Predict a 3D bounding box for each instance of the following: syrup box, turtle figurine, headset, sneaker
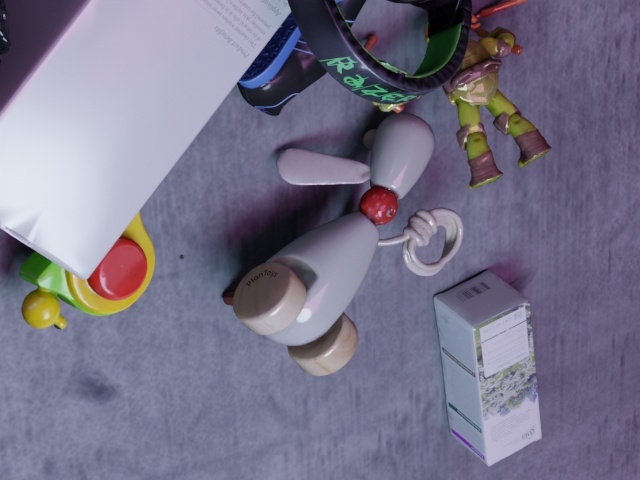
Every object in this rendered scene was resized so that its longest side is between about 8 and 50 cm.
[{"bbox_3d":[0.222,0.170,2.427,0.093,0.096,0.237,-25,127,-22],"label":"syrup box"},{"bbox_3d":[0.185,-0.183,2.142,0.269,0.087,0.217,-26,85,-32],"label":"turtle figurine"},{"bbox_3d":[0.080,-0.339,1.898,0.243,0.185,0.394,21,60,-42],"label":"headset"},{"bbox_3d":[-0.006,-0.240,2.050,0.232,0.081,0.090,-46,145,-7],"label":"sneaker"}]

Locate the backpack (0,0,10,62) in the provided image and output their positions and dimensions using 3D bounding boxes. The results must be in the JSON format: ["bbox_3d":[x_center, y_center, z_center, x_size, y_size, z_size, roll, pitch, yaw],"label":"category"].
[{"bbox_3d":[-0.396,-0.215,1.733,0.182,0.152,0.115,-12,116,-17],"label":"backpack"}]

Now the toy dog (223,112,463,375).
[{"bbox_3d":[0.000,0.000,2.162,0.334,0.161,0.220,-43,131,-30],"label":"toy dog"}]

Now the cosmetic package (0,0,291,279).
[{"bbox_3d":[-0.224,-0.179,1.863,0.385,0.156,0.217,-50,133,-2],"label":"cosmetic package"}]

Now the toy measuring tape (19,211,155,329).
[{"bbox_3d":[-0.200,-0.023,2.003,0.330,0.121,0.121,-50,134,-17],"label":"toy measuring tape"}]
